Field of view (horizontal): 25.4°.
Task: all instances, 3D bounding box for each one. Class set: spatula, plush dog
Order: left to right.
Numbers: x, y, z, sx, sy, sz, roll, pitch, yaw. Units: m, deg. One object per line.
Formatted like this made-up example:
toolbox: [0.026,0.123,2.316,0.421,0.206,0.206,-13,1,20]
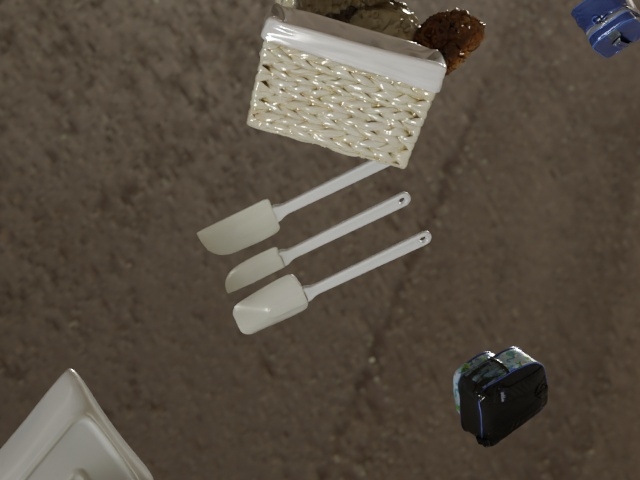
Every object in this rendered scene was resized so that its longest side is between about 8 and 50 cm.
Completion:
spatula: [0.000,0.000,1.557,0.019,0.242,0.168,56,-10,54]
plush dog: [0.036,-0.224,1.433,0.210,0.262,0.225,-9,74,-50]

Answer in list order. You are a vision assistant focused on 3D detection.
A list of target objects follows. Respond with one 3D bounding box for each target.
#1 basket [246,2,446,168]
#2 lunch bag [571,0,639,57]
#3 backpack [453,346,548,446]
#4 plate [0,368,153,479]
basket: [0.020,-0.140,1.289,0.167,0.103,0.113,15,16,-3]
lunch bag: [0.353,-0.263,1.722,0.065,0.067,0.098,61,22,16]
backpack: [0.228,0.190,1.813,0.084,0.114,0.105,38,-33,47]
plate: [-0.368,0.374,2.046,0.277,0.045,0.278,-53,134,-30]
